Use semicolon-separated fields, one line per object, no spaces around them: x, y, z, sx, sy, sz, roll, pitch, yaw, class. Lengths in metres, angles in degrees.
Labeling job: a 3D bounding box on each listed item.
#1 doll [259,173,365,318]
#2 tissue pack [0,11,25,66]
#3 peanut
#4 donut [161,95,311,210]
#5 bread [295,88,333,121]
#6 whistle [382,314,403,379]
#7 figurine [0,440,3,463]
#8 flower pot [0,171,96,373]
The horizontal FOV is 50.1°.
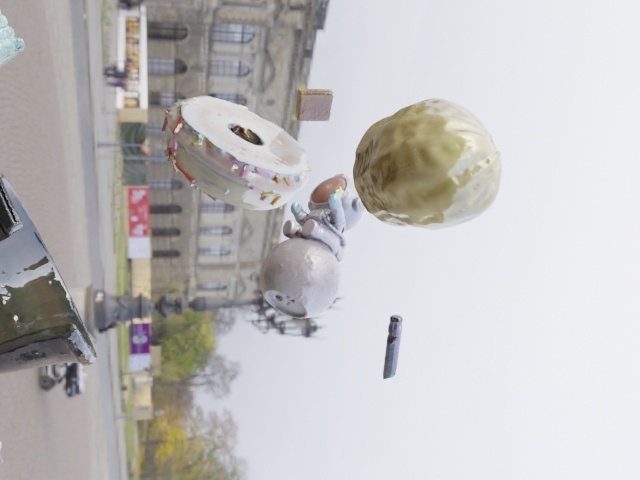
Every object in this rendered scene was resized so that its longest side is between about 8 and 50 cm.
0.000;0.000;1.234;0.287;0.151;0.151;-63;180;-29;doll
-0.652;-0.225;0.960;0.162;0.287;0.388;61;31;-21;tissue pack
0.110;-0.085;0.781;0.305;0.147;0.146;-165;-106;-80;peanut
-0.209;-0.206;1.661;0.142;0.383;0.382;-59;-151;25;donut
-0.018;-0.365;1.846;0.035;0.095;0.090;-107;-159;-46;bread
0.166;0.248;1.579;0.033;0.033;0.176;-117;-154;-58;whistle
-0.544;0.376;0.963;0.204;0.339;0.283;-95;-168;-71;figurine
-0.575;0.091;1.161;0.379;0.251;0.379;54;-17;25;flower pot
